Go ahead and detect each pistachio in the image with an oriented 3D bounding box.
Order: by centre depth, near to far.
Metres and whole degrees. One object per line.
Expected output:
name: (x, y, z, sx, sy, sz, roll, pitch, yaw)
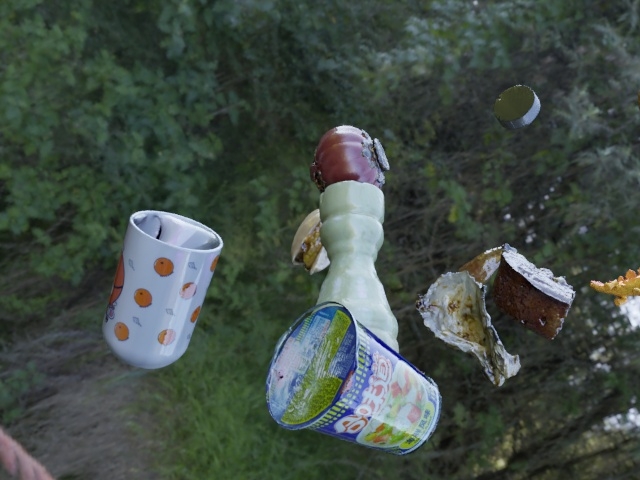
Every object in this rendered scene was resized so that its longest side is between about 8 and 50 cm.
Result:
pistachio: (0.000, 0.000, 2.436, 0.157, 0.229, 0.157, 25, -34, 18)

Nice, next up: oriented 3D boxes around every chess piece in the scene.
chess piece: (0.077, 0.084, 2.026, 0.234, 0.234, 0.442, 70, 18, -64)

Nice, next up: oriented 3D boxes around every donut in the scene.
donut: (0.417, 0.107, 1.654, 0.144, 0.186, 0.126, -20, 131, -60)

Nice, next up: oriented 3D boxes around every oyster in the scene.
oyster: (0.411, 0.228, 2.192, 0.337, 0.198, 0.133, 50, 12, 35)

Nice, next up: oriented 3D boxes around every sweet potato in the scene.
sweet potato: (0.428, 0.115, 2.356, 0.097, 0.292, 0.097, 30, 36, -25)

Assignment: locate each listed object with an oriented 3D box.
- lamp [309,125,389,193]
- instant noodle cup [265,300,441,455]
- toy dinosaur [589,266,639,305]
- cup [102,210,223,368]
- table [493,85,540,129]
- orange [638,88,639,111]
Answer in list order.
lamp: (0.073, -0.196, 2.207, 0.227, 0.226, 0.227, 157, -90, -89)
instant noodle cup: (0.087, 0.318, 1.742, 0.312, 0.284, 0.284, 32, 19, -32)
toy dinosaur: (0.757, 0.102, 1.875, 0.288, 0.117, 0.070, 3, -52, 45)
cup: (-0.367, 0.119, 1.862, 0.212, 0.212, 0.317, -116, -137, -67)
table: (0.593, -0.403, 2.480, 0.043, 0.133, 0.133, 40, 19, -44)
orange: (0.732, -0.281, 1.694, 0.156, 0.124, 0.156, 24, 11, -5)
